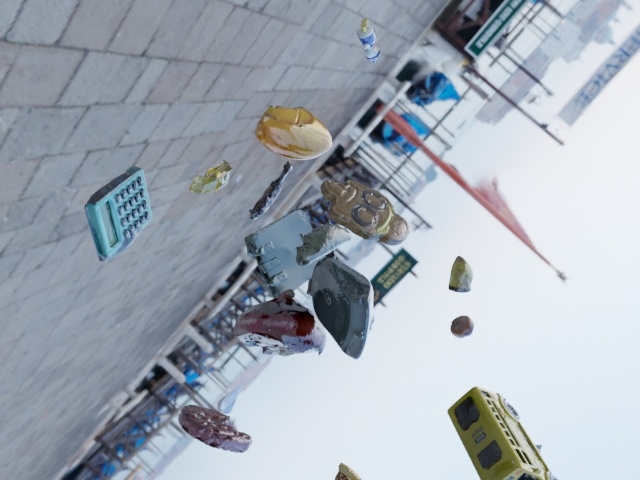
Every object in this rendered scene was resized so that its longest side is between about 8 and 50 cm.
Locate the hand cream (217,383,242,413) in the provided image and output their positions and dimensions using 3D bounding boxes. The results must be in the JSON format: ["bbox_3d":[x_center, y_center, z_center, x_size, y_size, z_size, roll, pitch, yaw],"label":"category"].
[{"bbox_3d":[-0.295,0.515,1.867,0.084,0.053,0.142,-35,164,-41],"label":"hand cream"}]

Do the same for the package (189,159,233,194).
[{"bbox_3d":[-0.302,-0.171,1.636,0.071,0.047,0.131,-53,173,38],"label":"package"}]

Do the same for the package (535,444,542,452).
[{"bbox_3d":[0.576,0.627,1.626,0.108,0.031,0.121,-15,-144,15],"label":"package"}]

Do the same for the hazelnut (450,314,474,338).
[{"bbox_3d":[0.502,0.305,2.065,0.086,0.086,0.086,-47,177,-4],"label":"hazelnut"}]

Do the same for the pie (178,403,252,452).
[{"bbox_3d":[-0.296,0.520,1.614,0.218,0.204,0.054,15,-101,63],"label":"pie"}]

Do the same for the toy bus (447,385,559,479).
[{"bbox_3d":[0.437,0.521,1.399,0.145,0.151,0.331,-48,-148,18],"label":"toy bus"}]

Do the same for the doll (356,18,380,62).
[{"bbox_3d":[0.147,-0.599,1.768,0.143,0.057,0.099,64,29,-47],"label":"doll"}]

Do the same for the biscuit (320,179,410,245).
[{"bbox_3d":[0.129,-0.091,1.672,0.041,0.290,0.208,-59,179,41],"label":"biscuit"}]

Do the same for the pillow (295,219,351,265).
[{"bbox_3d":[0.001,-0.001,1.766,0.241,0.093,0.051,-28,180,-40],"label":"pillow"}]

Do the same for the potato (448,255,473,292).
[{"bbox_3d":[0.463,0.107,1.893,0.096,0.066,0.103,-27,123,-50],"label":"potato"}]

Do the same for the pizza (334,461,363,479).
[{"bbox_3d":[0.100,0.779,1.685,0.134,0.271,0.056,0,148,-22],"label":"pizza"}]

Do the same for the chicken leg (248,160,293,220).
[{"bbox_3d":[-0.177,-0.179,2.118,0.253,0.051,0.106,-55,179,6],"label":"chicken leg"}]

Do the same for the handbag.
[{"bbox_3d":[-0.119,0.048,2.056,0.260,0.247,0.079,-33,-167,-36],"label":"handbag"}]

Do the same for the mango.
[{"bbox_3d":[-0.079,-0.323,1.769,0.126,0.252,0.154,-38,-133,54],"label":"mango"}]

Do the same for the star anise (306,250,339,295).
[{"bbox_3d":[0.016,0.135,2.297,0.220,0.099,0.214,77,33,-49],"label":"star anise"}]

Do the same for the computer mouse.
[{"bbox_3d":[0.074,0.168,1.554,0.371,0.122,0.188,-127,-140,-64],"label":"computer mouse"}]

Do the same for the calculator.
[{"bbox_3d":[-0.671,-0.093,1.979,0.274,0.058,0.248,-53,154,-45],"label":"calculator"}]

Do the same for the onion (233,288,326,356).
[{"bbox_3d":[-0.112,0.240,1.712,0.272,0.272,0.195,122,-19,-72],"label":"onion"}]
